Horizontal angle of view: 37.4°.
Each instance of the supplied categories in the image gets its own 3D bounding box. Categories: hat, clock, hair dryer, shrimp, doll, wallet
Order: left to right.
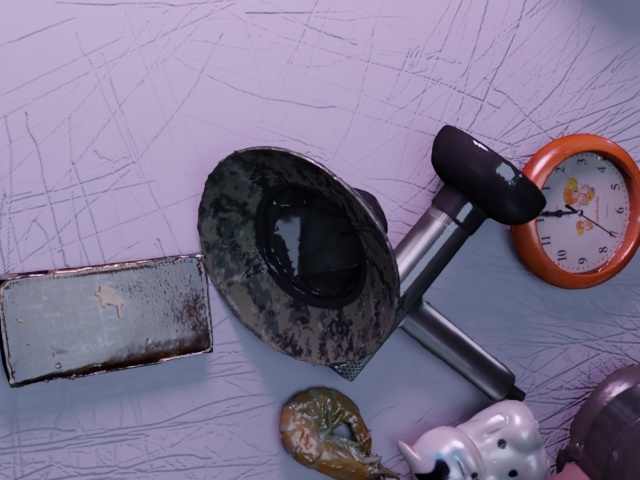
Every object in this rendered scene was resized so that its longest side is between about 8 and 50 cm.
[{"bbox_3d":[-0.235,0.085,1.046,0.232,0.031,0.122,-7,93,-22],"label":"wallet"},{"bbox_3d":[0.000,0.000,1.067,0.128,0.265,0.266,-35,108,-49],"label":"hat"},{"bbox_3d":[0.027,0.246,1.158,0.180,0.041,0.099,34,67,-18],"label":"shrimp"},{"bbox_3d":[0.173,0.058,1.183,0.284,0.155,0.320,27,98,-40],"label":"hair dryer"},{"bbox_3d":[0.195,0.269,1.175,0.180,0.107,0.110,-19,105,-14],"label":"doll"},{"bbox_3d":[0.338,-0.037,1.239,0.205,0.051,0.205,-2,96,-20],"label":"clock"}]

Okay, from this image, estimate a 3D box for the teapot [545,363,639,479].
[{"bbox_3d":[0.433,0.324,1.143,0.375,0.362,0.306,-18,105,-7],"label":"teapot"}]
